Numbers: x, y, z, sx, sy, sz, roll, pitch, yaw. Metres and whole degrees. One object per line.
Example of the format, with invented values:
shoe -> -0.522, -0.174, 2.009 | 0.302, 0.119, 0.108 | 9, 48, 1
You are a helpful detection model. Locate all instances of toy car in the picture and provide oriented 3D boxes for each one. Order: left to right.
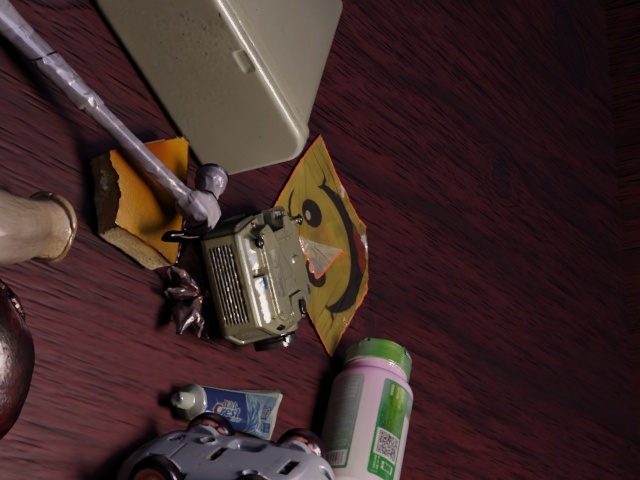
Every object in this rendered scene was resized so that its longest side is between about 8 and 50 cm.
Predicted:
toy car -> -0.114, 0.346, 1.807 | 0.180, 0.271, 0.212 | -34, 128, -65

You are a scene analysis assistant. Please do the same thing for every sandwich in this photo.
sandwich -> -0.239, -0.080, 1.917 | 0.162, 0.058, 0.193 | 40, 45, -49

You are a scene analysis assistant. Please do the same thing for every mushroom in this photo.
mushroom -> -0.368, -0.020, 1.624 | 0.247, 0.108, 0.096 | 14, 108, -57

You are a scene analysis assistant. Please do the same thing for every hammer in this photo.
hammer -> -0.272, -0.162, 1.829 | 0.427, 0.044, 0.152 | 47, 35, -24

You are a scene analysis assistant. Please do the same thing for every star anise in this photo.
star anise -> -0.173, 0.084, 1.975 | 0.124, 0.056, 0.129 | 64, 28, -29

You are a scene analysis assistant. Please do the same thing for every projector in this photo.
projector -> -0.079, 0.056, 2.079 | 0.269, 0.088, 0.193 | -29, 107, -75

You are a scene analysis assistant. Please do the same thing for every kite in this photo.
kite -> -0.002, 0.000, 2.369 | 0.327, 0.013, 0.377 | 17, 66, -58

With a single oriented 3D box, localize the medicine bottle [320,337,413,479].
medicine bottle -> 0.069, 0.286, 2.267 | 0.133, 0.133, 0.274 | 52, 38, -40

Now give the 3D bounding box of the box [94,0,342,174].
box -> -0.130, -0.337, 2.098 | 0.352, 0.177, 0.344 | 57, 32, -33

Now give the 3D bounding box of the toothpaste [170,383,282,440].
toothpaste -> -0.127, 0.231, 2.026 | 0.268, 0.047, 0.069 | 23, 48, -61

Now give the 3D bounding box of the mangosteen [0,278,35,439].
mangosteen -> -0.405, 0.127, 1.411 | 0.265, 0.228, 0.228 | -38, 122, -13
